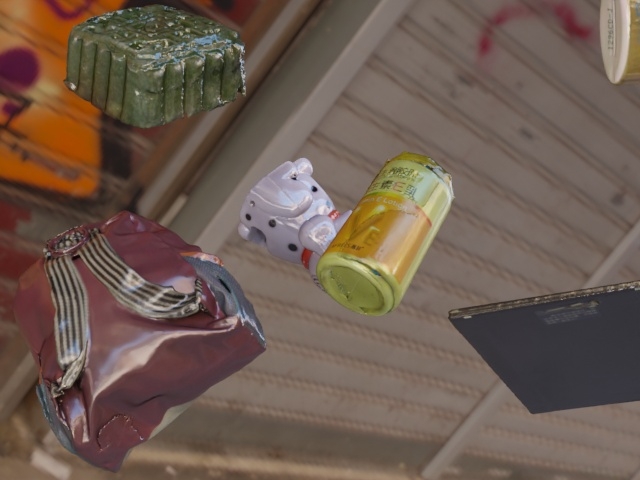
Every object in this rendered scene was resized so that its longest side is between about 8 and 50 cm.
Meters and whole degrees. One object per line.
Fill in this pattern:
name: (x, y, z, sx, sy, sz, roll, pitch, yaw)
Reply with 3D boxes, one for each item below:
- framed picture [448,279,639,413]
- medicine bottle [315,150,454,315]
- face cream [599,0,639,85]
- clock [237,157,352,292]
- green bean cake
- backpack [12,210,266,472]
framed picture: (0.331, 0.138, 1.500, 0.338, 0.255, 0.014, 45, 40, -52)
medicine bottle: (0.097, -0.017, 1.675, 0.124, 0.124, 0.239, 36, 55, -7)
face cream: (0.478, -0.264, 1.480, 0.285, 0.139, 0.067, -5, 11, -16)
clock: (0.000, -0.003, 2.168, 0.254, 0.189, 0.189, 39, 11, 25)
green bean cake: (-0.202, -0.220, 1.499, 0.181, 0.094, 0.173, -21, 37, -37)
backpack: (-0.250, 0.089, 1.532, 0.317, 0.283, 0.197, 52, -5, 37)
